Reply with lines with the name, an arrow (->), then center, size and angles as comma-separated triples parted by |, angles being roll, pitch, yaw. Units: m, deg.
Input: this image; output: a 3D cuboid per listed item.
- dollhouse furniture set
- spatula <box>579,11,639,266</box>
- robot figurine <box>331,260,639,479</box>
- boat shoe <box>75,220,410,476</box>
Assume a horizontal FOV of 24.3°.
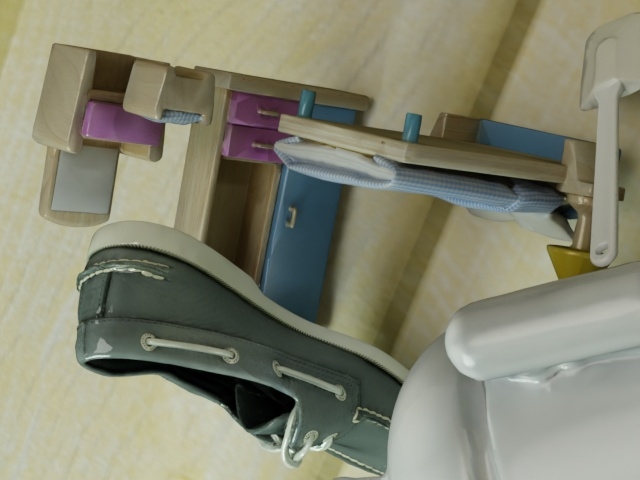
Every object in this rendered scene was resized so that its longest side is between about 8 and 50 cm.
dollhouse furniture set -> 0.000, 0.000, 0.994 | 0.303, 0.286, 0.198 | 18, 100, 48
spatula -> 0.226, -0.087, 0.904 | 0.168, 0.019, 0.242 | -22, 38, 31
robot figurine -> 0.189, 0.116, 0.858 | 0.353, 0.300, 0.200 | -20, 41, 22
boat shoe -> -0.037, 0.105, 1.010 | 0.116, 0.319, 0.099 | -22, 44, 41
